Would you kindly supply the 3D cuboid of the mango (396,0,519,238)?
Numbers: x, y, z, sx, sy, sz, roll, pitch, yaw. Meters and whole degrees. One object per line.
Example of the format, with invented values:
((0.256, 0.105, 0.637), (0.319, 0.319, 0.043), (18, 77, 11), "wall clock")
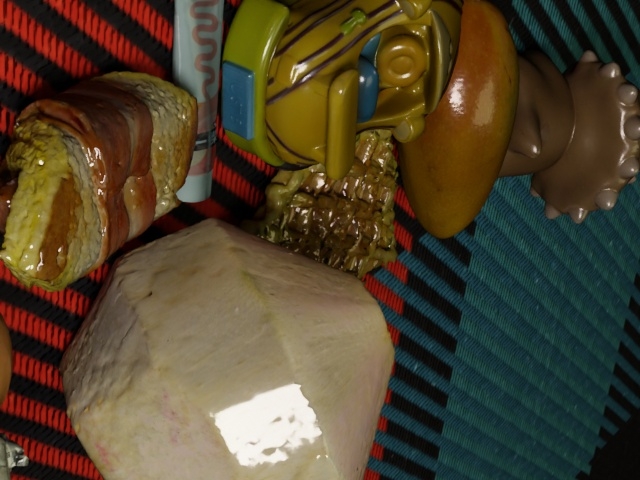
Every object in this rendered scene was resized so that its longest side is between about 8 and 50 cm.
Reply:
((0.122, -0.106, 1.625), (0.138, 0.113, 0.253), (-88, -178, -54), "mango")

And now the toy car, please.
((0.035, -0.150, 1.401), (0.248, 0.142, 0.200), (-41, 147, -37), "toy car")

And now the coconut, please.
((-0.061, 0.111, 1.333), (0.259, 0.259, 0.259), (-42, 147, -37), "coconut")

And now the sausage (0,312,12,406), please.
((-0.281, 0.056, 1.029), (0.241, 0.136, 0.120), (14, 107, -59), "sausage")

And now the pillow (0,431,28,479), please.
((-0.316, 0.208, 1.022), (0.302, 0.075, 0.185), (-9, 124, -16), "pillow")

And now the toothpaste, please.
((-0.093, -0.126, 1.315), (0.056, 0.036, 0.205), (-30, 134, -46), "toothpaste")

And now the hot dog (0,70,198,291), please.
((-0.168, -0.043, 1.189), (0.261, 0.093, 0.123), (-41, 140, -66), "hot dog")

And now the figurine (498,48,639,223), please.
((0.251, -0.110, 1.803), (0.177, 0.173, 0.247), (-65, 154, 4), "figurine")

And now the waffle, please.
((-0.002, -0.001, 1.577), (0.254, 0.052, 0.245), (-49, 149, -30), "waffle")
